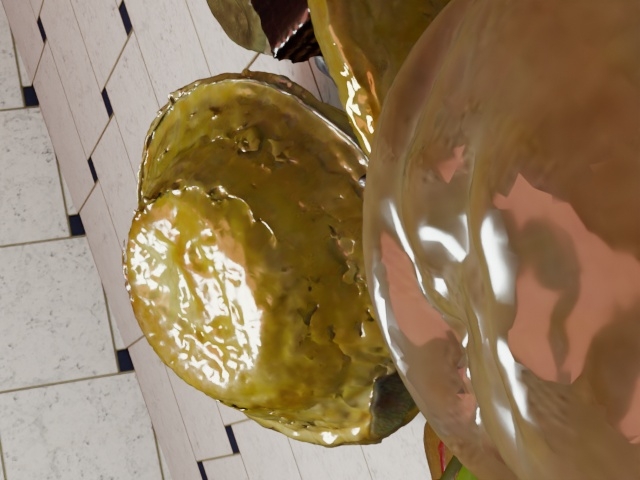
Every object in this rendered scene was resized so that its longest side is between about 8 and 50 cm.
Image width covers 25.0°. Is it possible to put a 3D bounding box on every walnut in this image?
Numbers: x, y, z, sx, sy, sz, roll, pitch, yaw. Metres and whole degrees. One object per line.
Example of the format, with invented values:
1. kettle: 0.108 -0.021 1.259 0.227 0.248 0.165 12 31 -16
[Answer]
1. walnut: 0.198 -0.006 0.731 0.381 0.381 0.381 163 90 -71

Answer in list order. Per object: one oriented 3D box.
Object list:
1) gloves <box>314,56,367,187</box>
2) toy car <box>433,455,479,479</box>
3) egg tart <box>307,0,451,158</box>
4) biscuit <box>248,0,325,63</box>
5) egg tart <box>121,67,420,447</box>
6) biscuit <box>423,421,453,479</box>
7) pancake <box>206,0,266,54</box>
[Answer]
1. gloves: 0.064 -0.132 1.303 0.142 0.119 0.285 56 -169 -39
2. toy car: 0.181 0.239 1.215 0.248 0.204 0.198 -2 82 53
3. egg tart: 0.103 -0.136 1.045 0.319 0.128 0.319 53 -153 -42
4. biscuit: 0.025 -0.256 1.237 0.252 0.070 0.106 -40 62 43
5. egg tart: -0.069 0.035 1.536 0.443 0.178 0.443 21 124 35
6. biscuit: 0.185 0.318 1.452 0.277 0.052 0.262 -154 50 -65
7. pancake: -0.111 -0.327 1.732 0.242 0.050 0.241 164 90 -72
